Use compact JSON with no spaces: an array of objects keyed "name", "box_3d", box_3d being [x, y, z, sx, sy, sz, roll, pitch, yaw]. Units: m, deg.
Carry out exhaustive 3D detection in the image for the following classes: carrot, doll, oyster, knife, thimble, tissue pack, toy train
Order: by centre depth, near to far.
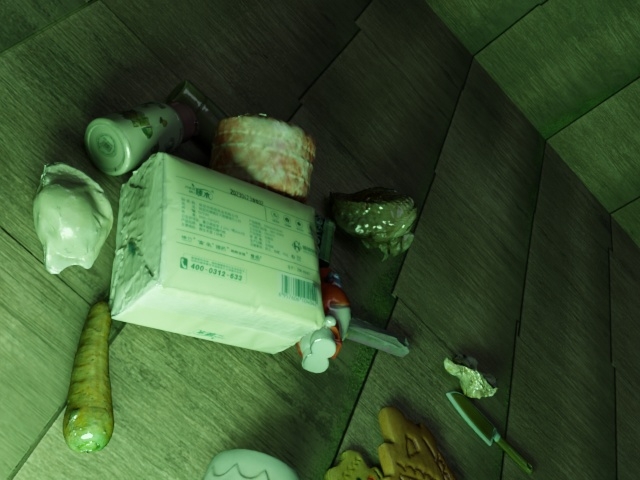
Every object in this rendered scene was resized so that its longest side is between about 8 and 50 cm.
[{"name":"carrot","box_3d":[-0.370,0.200,1.165,0.078,0.078,0.298,25,40,-34]},{"name":"tissue pack","box_3d":[-0.190,0.030,1.365,0.381,0.207,0.297,21,53,-37]},{"name":"doll","box_3d":[-0.002,0.162,1.515,0.130,0.161,0.290,18,24,-8]},{"name":"thimble","box_3d":[-0.129,-0.158,1.530,0.239,0.239,0.162,17,76,-40]},{"name":"toy train","box_3d":[0.000,0.000,1.743,0.071,0.038,0.147,34,42,-25]},{"name":"knife","box_3d":[0.442,0.500,1.851,0.343,0.027,0.061,46,41,-12]},{"name":"oyster","box_3d":[0.385,0.352,1.875,0.191,0.081,0.163,38,13,-23]}]

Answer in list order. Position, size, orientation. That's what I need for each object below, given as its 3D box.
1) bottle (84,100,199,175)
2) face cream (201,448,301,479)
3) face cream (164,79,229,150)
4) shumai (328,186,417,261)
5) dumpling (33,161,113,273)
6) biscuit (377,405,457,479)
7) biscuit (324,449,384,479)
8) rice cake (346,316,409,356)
[{"name":"bottle","box_3d":[-0.353,-0.221,1.462,0.120,0.120,0.253,54,35,-1]},{"name":"face cream","box_3d":[-0.129,0.457,1.130,0.175,0.175,0.194,39,40,-20]},{"name":"face cream","box_3d":[-0.211,-0.230,1.665,0.341,0.084,0.137,42,35,-28]},{"name":"shumai","box_3d":[0.139,-0.030,1.850,0.184,0.218,0.185,-101,-174,-66]},{"name":"dumpling","box_3d":[-0.430,-0.038,1.242,0.136,0.118,0.199,10,77,-41]},{"name":"biscuit","box_3d":[0.208,0.515,1.537,0.284,0.043,0.306,50,30,-13]},{"name":"biscuit","box_3d":[0.099,0.535,1.440,0.225,0.036,0.166,57,35,2]},{"name":"rice cake","box_3d":[0.111,0.224,1.683,0.270,0.049,0.055,23,25,-36]}]
